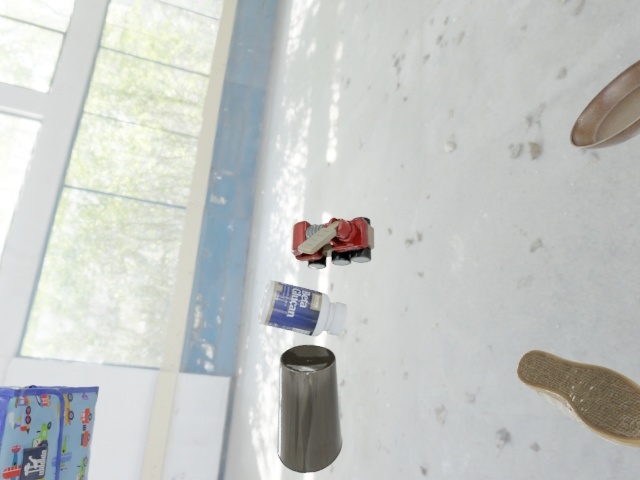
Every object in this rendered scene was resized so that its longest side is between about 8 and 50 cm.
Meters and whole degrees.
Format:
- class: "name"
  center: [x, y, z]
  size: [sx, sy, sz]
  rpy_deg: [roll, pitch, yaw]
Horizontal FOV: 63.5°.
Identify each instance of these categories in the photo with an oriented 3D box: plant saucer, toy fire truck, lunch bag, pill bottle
- class: "plant saucer"
  center: [0.481, -0.211, 0.800]
  size: [0.198, 0.036, 0.198]
  rpy_deg: [-50, 9, 11]
- class: "toy fire truck"
  center: [0.000, 0.000, 1.357]
  size: [0.217, 0.246, 0.158]
  rpy_deg: [-10, 67, 30]
- class: "lunch bag"
  center: [-0.476, 0.346, 0.822]
  size: [0.293, 0.138, 0.220]
  rpy_deg: [111, 160, -74]
- class: "pill bottle"
  center: [-0.036, 0.144, 1.062]
  size: [0.094, 0.169, 0.094]
  rpy_deg: [-165, 90, -81]

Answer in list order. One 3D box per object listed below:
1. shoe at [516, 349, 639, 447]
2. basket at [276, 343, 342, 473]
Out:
- class: "shoe"
  center: [0.337, 0.193, 0.643]
  size: [0.076, 0.058, 0.219]
  rpy_deg: [-57, 16, -2]
- class: "basket"
  center: [-0.027, 0.369, 1.183]
  size: [0.204, 0.154, 0.226]
  rpy_deg: [-67, -22, -71]
